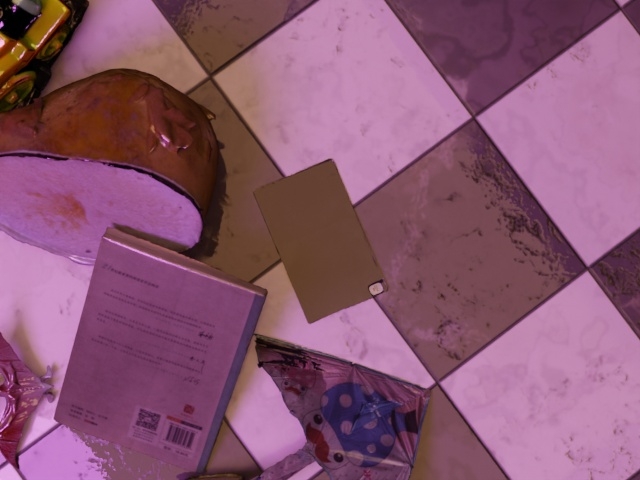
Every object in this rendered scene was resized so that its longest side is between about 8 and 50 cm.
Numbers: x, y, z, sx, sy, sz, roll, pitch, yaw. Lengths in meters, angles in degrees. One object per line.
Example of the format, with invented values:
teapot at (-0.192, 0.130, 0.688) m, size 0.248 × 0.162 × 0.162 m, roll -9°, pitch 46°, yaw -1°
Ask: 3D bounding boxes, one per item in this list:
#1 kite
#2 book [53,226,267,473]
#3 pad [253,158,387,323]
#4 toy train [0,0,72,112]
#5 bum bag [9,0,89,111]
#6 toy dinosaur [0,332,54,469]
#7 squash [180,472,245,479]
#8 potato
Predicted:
kite at (0.007, 0.252, 1.440) m, size 0.314 × 0.011 × 0.335 m, roll -25°, pitch 69°, yaw -22°
book at (-0.202, 0.144, 1.412) m, size 0.214 × 0.025 × 0.283 m, roll 22°, pitch 114°, yaw -1°
pad at (0.000, 0.000, 1.504) m, size 0.116 × 0.004 × 0.193 m, roll -23°, pitch 87°, yaw -4°
toy train at (-0.413, -0.197, 1.369) m, size 0.100 × 0.160 × 0.296 m, roll 42°, pitch 101°, yaw 1°
bum bag at (-0.389, -0.228, 1.475) m, size 0.102 × 0.069 × 0.248 m, roll 24°, pitch 87°, yaw -16°
toy dinosaur at (-0.389, 0.186, 1.441) m, size 0.108 × 0.032 × 0.220 m, roll -8°, pitch 104°, yaw -21°
squash at (-0.124, 0.404, 1.439) m, size 0.094 × 0.094 × 0.224 m, roll -10°, pitch 94°, yaw -3°
potato at (-0.268, -0.105, 1.407) m, size 0.299 × 0.246 × 0.196 m, roll 5°, pitch 55°, yaw 7°
